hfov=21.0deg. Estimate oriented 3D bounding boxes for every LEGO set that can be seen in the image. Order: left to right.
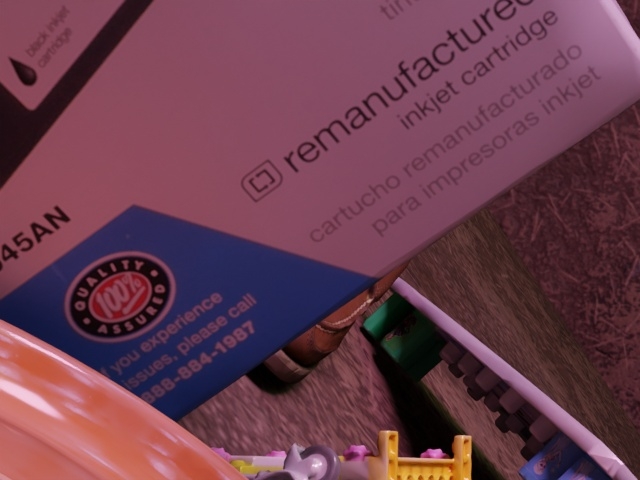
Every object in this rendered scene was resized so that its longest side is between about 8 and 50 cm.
[{"bbox_3d":[0.024,0.166,0.854,0.287,0.107,0.132,49,47,-49],"label":"LEGO set"}]

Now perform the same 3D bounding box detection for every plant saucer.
[{"bbox_3d":[-0.093,0.070,0.552,0.200,0.037,0.200,31,2,-1],"label":"plant saucer"}]

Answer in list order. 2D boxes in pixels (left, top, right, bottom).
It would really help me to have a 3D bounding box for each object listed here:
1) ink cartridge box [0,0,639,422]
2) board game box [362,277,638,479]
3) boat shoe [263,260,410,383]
[{"bbox_3d":[-0.104,-0.149,0.660,0.395,0.285,0.166,48,14,-26],"label":"ink cartridge box"},{"bbox_3d":[0.212,0.221,1.233,0.390,0.050,0.390,48,-3,-22],"label":"board game box"},{"bbox_3d":[0.000,0.000,1.122,0.111,0.104,0.307,53,11,-8],"label":"boat shoe"}]
